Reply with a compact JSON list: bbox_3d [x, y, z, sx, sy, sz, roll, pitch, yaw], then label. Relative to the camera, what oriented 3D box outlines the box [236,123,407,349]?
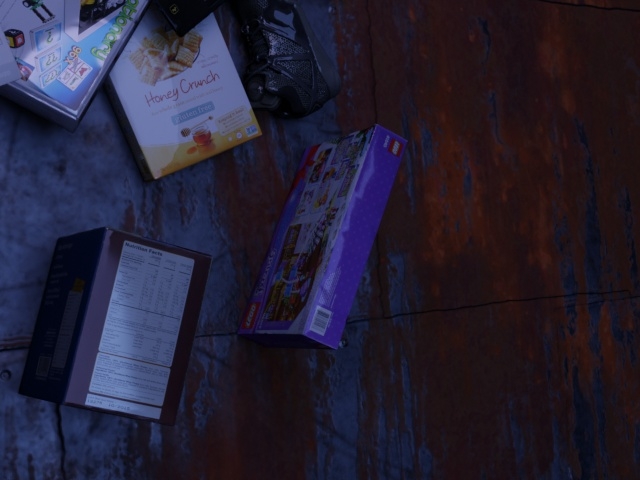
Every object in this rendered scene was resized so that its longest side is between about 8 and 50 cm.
[{"bbox_3d":[0.000,0.000,1.385,0.057,0.201,0.293,27,74,-24],"label":"box"}]

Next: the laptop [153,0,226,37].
[{"bbox_3d":[-0.140,-0.430,1.264,0.234,0.136,0.264,-47,115,-32],"label":"laptop"}]

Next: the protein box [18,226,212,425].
[{"bbox_3d":[-0.247,0.103,1.236,0.136,0.200,0.201,18,77,-27],"label":"protein box"}]

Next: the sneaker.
[{"bbox_3d":[-0.074,-0.263,1.429,0.130,0.087,0.227,-45,113,-31],"label":"sneaker"}]

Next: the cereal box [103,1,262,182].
[{"bbox_3d":[-0.199,-0.219,1.375,0.173,0.047,0.240,-27,100,-26],"label":"cereal box"}]

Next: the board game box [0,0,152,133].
[{"bbox_3d":[-0.316,-0.305,1.274,0.193,0.053,0.305,29,66,-9],"label":"board game box"}]

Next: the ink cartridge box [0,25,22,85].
[{"bbox_3d":[-0.440,-0.249,1.069,0.189,0.066,0.232,-32,113,-41],"label":"ink cartridge box"}]
